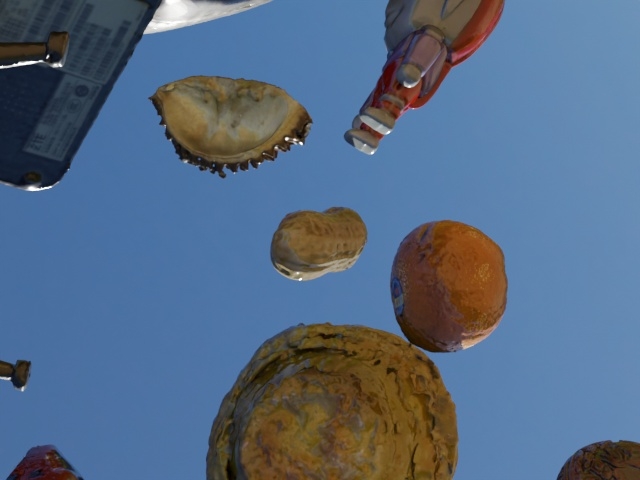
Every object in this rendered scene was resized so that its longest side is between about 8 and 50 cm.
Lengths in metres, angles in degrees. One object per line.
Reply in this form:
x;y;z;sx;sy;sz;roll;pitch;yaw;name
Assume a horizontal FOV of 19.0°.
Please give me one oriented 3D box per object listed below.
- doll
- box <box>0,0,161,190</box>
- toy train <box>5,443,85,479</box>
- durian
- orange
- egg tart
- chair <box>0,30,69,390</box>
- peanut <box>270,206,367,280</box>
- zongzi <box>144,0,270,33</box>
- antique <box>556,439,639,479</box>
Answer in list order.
0.082;-0.153;1.333;0.075;0.102;0.227;33;-118;-6;doll
-0.242;-0.206;1.556;0.211;0.350;0.058;16;-148;-29;box
-0.231;0.276;1.252;0.086;0.089;0.409;65;-149;-22;toy train
-0.068;-0.082;1.396;0.052;0.130;0.066;-53;-35;-52;durian
0.131;0.045;1.910;0.135;0.118;0.135;168;90;-83;orange
0.002;0.223;2.023;0.294;0.294;0.123;60;-171;15;egg tart
-0.435;0.044;1.388;0.410;0.364;0.362;12;-143;-2;chair
0.000;0.000;1.374;0.054;0.054;0.113;58;-153;10;peanut
-0.115;-0.268;1.829;0.274;0.300;0.145;-12;-98;-33;zongzi
0.208;0.185;1.323;0.104;0.104;0.104;42;-154;-25;antique
